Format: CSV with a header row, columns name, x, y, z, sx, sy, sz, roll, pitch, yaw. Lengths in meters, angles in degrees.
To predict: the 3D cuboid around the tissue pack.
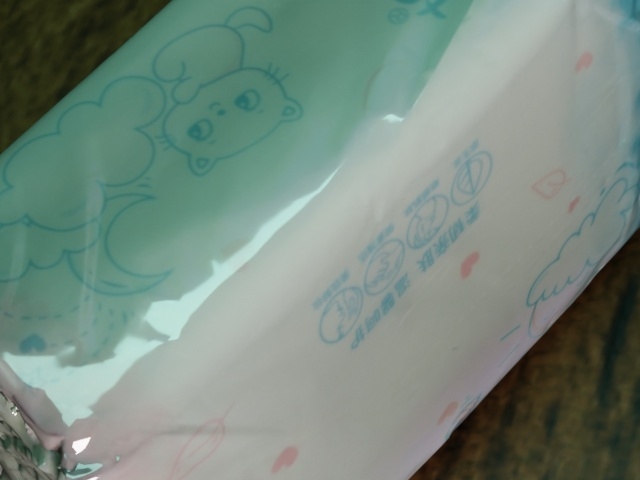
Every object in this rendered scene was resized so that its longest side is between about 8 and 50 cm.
name,x,y,z,sx,sy,sz,roll,pitch,yaw
tissue pack,-0.001,-0.001,0.628,0.124,0.201,0.271,35,69,31
